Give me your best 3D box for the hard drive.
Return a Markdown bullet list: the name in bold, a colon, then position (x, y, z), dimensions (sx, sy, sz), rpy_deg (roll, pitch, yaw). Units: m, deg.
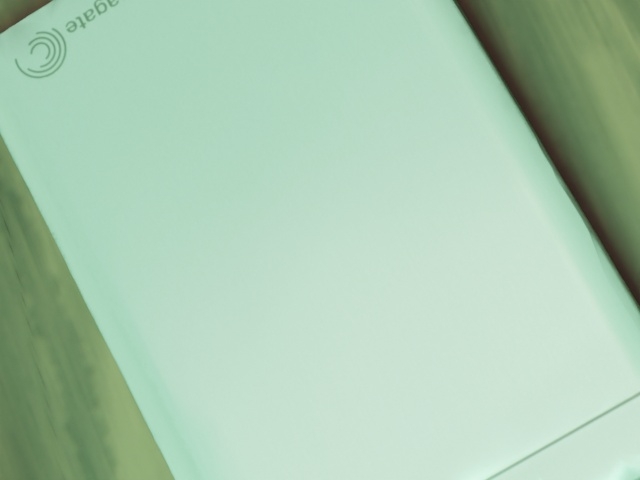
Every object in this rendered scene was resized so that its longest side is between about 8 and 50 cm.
- **hard drive**: position (0.000, 0.000, 0.859), dimensions (0.233, 0.047, 0.353), rpy_deg (-31, 75, 7)
